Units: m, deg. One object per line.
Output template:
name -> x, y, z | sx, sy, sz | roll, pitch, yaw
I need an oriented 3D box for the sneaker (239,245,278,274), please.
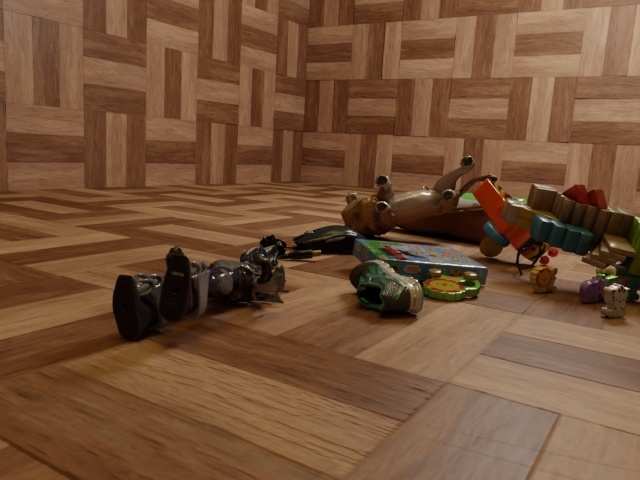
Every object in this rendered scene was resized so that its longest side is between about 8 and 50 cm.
sneaker -> -0.125, 0.038, 1.056 | 0.058, 0.052, 0.135 | -4, -1, 16

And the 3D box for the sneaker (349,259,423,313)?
sneaker -> 0.082, 0.070, 0.871 | 0.076, 0.064, 0.166 | -6, 11, -28

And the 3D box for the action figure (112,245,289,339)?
action figure -> -0.148, 0.055, 0.774 | 0.186, 0.099, 0.285 | -3, 3, 16

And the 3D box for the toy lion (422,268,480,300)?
toy lion -> 0.222, 0.079, 0.965 | 0.100, 0.034, 0.096 | 4, 16, 2

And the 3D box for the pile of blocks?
pile of blocks -> 0.501, -0.031, 1.031 | 0.362, 0.112, 0.149 | 24, 26, 34

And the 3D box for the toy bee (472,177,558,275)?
toy bee -> 0.449, -0.008, 1.288 | 0.162, 0.298, 0.195 | 28, -40, -27

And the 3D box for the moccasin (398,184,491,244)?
moccasin -> 0.344, -0.084, 1.629 | 0.139, 0.146, 0.380 | -5, 12, -42

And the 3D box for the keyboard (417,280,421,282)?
keyboard -> 0.172, 0.062, 1.089 | 0.072, 0.014, 0.256 | 9, 11, 29

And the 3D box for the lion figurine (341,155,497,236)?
lion figurine -> 0.246, -0.098, 1.495 | 0.393, 0.142, 0.240 | -5, -18, 5

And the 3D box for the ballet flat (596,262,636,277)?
ballet flat -> 0.637, 0.054, 1.197 | 0.173, 0.049, 0.057 | -3, 10, -33

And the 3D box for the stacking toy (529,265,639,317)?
stacking toy -> 0.505, 0.080, 0.983 | 0.221, 0.052, 0.167 | 0, 10, -23

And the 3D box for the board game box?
board game box -> 0.185, 0.039, 1.088 | 0.212, 0.039, 0.160 | 6, 12, -15

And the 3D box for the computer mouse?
computer mouse -> 0.000, 0.000, 1.265 | 0.262, 0.060, 0.184 | 1, 9, -10

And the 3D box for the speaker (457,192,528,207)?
speaker -> 0.528, -0.079, 1.740 | 0.297, 0.131, 0.131 | 10, 11, 35
